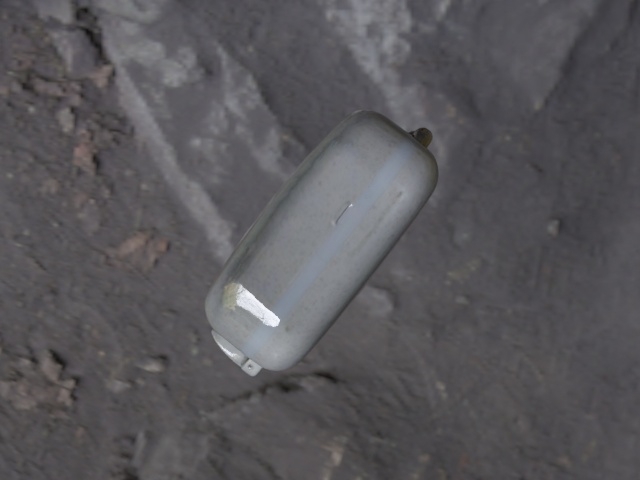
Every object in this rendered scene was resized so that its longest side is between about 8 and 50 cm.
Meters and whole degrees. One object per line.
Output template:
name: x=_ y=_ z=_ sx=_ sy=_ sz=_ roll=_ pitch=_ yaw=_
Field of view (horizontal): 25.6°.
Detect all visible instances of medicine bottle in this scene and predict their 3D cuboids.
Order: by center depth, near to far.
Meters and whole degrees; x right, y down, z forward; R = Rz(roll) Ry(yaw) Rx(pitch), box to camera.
medicine bottle: x=0.000 y=0.000 z=1.374 sx=0.123 sy=0.375 sz=0.282 roll=37 pitch=90 yaw=-1
